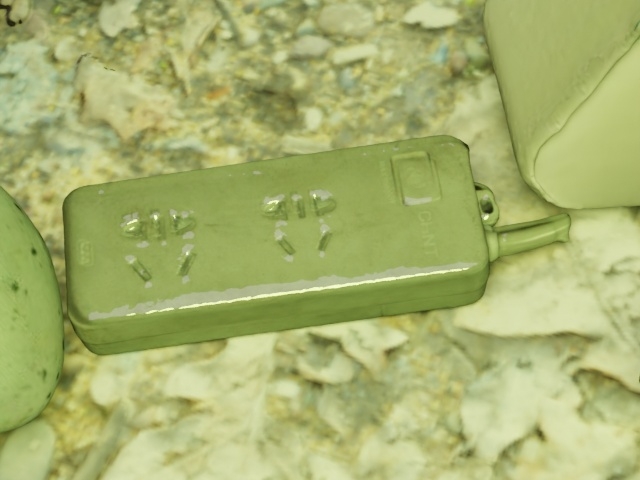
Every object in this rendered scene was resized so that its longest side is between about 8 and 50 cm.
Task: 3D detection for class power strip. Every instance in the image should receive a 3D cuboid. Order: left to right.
[{"bbox_3d":[0.000,0.000,0.799,0.288,0.053,0.093,-9,61,0],"label":"power strip"}]

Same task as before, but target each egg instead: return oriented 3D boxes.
[{"bbox_3d":[-0.206,0.032,0.752,0.131,0.131,0.164,-31,70,-13],"label":"egg"}]

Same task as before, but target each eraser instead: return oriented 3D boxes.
[{"bbox_3d":[0.261,-0.168,0.726,0.331,0.331,0.150,-7,55,0],"label":"eraser"}]

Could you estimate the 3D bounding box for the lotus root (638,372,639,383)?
[{"bbox_3d":[0.350,0.084,0.655,0.397,0.179,0.196,12,60,10],"label":"lotus root"}]
